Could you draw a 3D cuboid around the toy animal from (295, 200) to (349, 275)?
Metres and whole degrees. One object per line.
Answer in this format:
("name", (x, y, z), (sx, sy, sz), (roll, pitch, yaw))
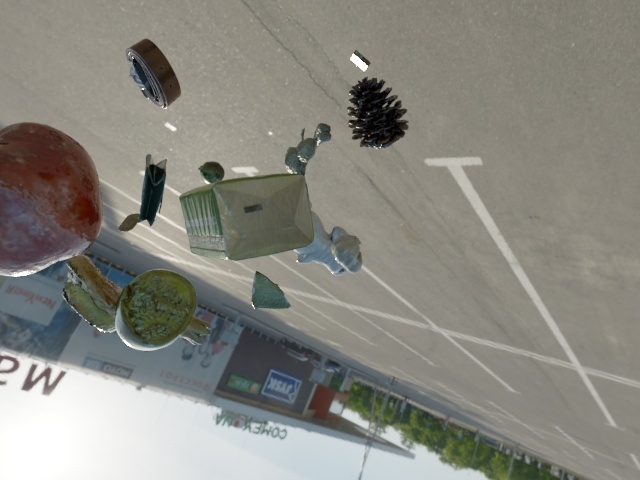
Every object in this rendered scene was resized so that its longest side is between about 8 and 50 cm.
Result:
("toy animal", (0.000, 0.000, 1.769), (0.357, 0.258, 0.194), (28, -173, -8))

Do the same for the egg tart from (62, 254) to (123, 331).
("egg tart", (-0.929, 0.254, 1.739), (0.443, 0.178, 0.443), (39, 159, 18))

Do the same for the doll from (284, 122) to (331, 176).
("doll", (-0.050, -0.335, 1.488), (0.091, 0.203, 0.286), (-7, 143, -30))

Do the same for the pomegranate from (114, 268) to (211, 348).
("pomegranate", (-0.598, 0.286, 1.558), (0.358, 0.310, 0.216), (41, 135, -25))

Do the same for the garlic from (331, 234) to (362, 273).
("garlic", (0.077, 0.038, 1.158), (0.113, 0.074, 0.094), (46, 126, 12))

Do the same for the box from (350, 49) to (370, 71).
("box", (0.166, -0.748, 1.712), (0.082, 0.023, 0.051), (38, 173, -7))

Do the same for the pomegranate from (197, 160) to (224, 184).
("pomegranate", (-0.521, -0.323, 1.943), (0.142, 0.115, 0.114), (25, 167, 36))

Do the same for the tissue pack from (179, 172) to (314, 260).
("tissue pack", (-0.173, -0.052, 0.915), (0.200, 0.168, 0.274), (-12, -174, -31))

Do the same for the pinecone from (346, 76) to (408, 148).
("pinecone", (0.215, -0.506, 1.627), (0.246, 0.246, 0.292), (9, 136, 42))

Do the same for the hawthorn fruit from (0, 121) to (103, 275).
("hawthorn fruit", (-0.568, -0.077, 0.785), (0.284, 0.285, 0.284), (22, 164, 7))

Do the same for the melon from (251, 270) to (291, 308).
("melon", (-0.220, 0.228, 1.677), (0.202, 0.139, 0.093), (44, 175, 5))

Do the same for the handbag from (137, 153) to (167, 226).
("handbag", (-0.705, -0.217, 1.723), (0.089, 0.239, 0.326), (10, -161, -26))

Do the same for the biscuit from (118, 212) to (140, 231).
("biscuit", (-0.866, -0.082, 1.869), (0.071, 0.147, 0.019), (-1, 125, 4))

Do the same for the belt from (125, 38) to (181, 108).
("belt", (-0.684, -0.677, 1.681), (0.183, 0.105, 0.262), (26, 152, 23))
